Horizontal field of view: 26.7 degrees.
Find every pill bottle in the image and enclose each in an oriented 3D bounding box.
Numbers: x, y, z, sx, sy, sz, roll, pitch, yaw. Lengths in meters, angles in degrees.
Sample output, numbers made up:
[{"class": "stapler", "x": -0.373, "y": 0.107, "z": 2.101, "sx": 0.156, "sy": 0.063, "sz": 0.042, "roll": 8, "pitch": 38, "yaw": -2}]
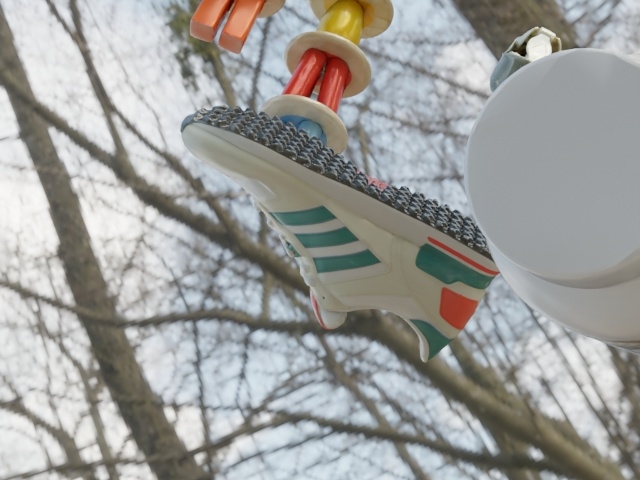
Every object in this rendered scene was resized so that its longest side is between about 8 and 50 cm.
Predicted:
[{"class": "pill bottle", "x": 0.111, "y": -0.009, "z": 0.464, "sx": 0.094, "sy": 0.094, "sz": 0.169, "roll": -40, "pitch": -25, "yaw": 16}]

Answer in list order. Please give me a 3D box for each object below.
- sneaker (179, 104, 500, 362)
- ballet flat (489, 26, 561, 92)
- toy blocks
[{"class": "sneaker", "x": 0.000, "y": 0.000, "z": 0.616, "sx": 0.161, "sy": 0.057, "sz": 0.075, "roll": 26, "pitch": -74, "yaw": -2}, {"class": "ballet flat", "x": 0.232, "y": -0.194, "z": 1.450, "sx": 0.068, "sy": 0.072, "sz": 0.213, "roll": -66, "pitch": -7, "yaw": 26}, {"class": "toy blocks", "x": -0.025, "y": -0.104, "z": 0.741, "sx": 0.054, "sy": 0.148, "sz": 0.123, "roll": -17, "pitch": -48, "yaw": 43}]
